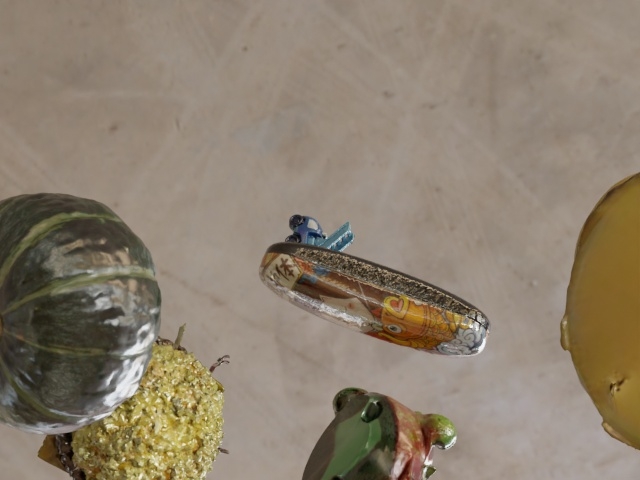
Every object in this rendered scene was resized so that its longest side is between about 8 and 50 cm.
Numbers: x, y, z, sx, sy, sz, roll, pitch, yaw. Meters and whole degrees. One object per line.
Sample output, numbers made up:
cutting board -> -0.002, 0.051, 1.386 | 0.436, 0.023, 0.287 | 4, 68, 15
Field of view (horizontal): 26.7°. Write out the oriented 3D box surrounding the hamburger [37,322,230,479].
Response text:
hamburger -> -0.219, 0.229, 1.730 | 0.243, 0.262, 0.138 | 32, 159, -33

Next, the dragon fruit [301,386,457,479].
dragon fruit -> 0.068, 0.344, 2.019 | 0.130, 0.268, 0.295 | 36, 108, -24

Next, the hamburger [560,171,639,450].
hamburger -> 0.341, 0.056, 1.097 | 0.276, 0.276, 0.237 | -32, 167, 21

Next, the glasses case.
glasses case -> 0.071, 0.081, 1.812 | 0.321, 0.082, 0.122 | 20, 161, 2

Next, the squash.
squash -> -0.281, 0.075, 1.403 | 0.165, 0.252, 0.252 | -7, 149, -50

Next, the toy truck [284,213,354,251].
toy truck -> 0.000, 0.000, 1.891 | 0.090, 0.073, 0.056 | -1, 144, 15
